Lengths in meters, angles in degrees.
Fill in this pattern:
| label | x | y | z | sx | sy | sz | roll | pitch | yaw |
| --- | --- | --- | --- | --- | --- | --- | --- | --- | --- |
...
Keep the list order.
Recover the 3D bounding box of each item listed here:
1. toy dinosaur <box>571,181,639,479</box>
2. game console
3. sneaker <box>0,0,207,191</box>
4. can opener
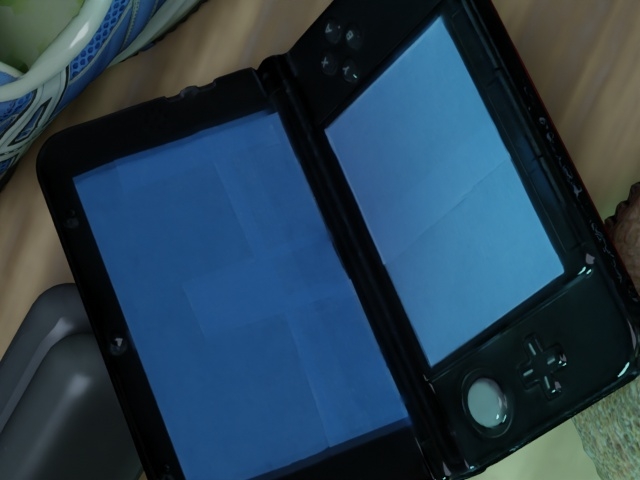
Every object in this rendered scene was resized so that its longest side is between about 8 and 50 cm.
| label | x | y | z | sx | sy | sz | roll | pitch | yaw |
| --- | --- | --- | --- | --- | --- | --- | --- | --- | --- |
| toy dinosaur | 0.126 | 0.076 | 0.402 | 0.200 | 0.127 | 0.295 | -35 | 69 | 48 |
| game console | 0.000 | 0.000 | 0.405 | 0.124 | 0.085 | 0.144 | -42 | 64 | 45 |
| sneaker | -0.122 | -0.052 | 0.450 | 0.211 | 0.081 | 0.080 | -43 | 88 | 15 |
| can opener | -0.119 | 0.147 | 0.489 | 0.093 | 0.074 | 0.280 | 20 | 104 | -26 |
